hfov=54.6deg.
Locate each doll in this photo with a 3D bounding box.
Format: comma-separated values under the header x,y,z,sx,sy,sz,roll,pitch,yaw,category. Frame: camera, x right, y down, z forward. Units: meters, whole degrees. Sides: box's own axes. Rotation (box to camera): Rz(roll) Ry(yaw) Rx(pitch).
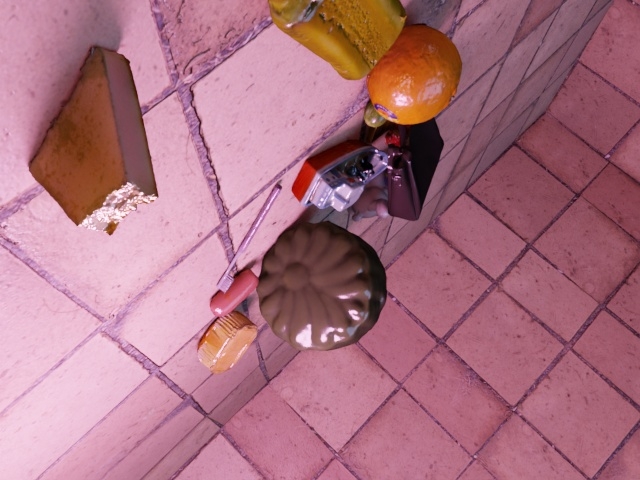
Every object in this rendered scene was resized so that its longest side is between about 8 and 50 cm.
x,y,z,sx,sy,sz,roll,pitch,yaw,category
0.189,-0.159,1.866,0.242,0.160,0.311,-22,-165,1,doll

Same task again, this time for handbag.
x,y,z,sx,sy,sz,roll,pitch,yaw,category
0.245,-0.229,1.672,0.257,0.113,0.285,67,41,-57,handbag

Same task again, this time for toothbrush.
x,y,z,sx,sy,sz,roll,pitch,yaw,category
-0.176,0.003,1.532,0.354,0.029,0.024,-57,176,30,toothbrush

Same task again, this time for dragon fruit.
x,y,z,sx,sy,sz,roll,pitch,yaw,category
0.247,-0.314,1.823,0.126,0.068,0.112,-25,154,-52,dragon fruit

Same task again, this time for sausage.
x,y,z,sx,sy,sz,roll,pitch,yaw,category
-0.233,0.143,1.670,0.154,0.062,0.062,-43,165,-16,sausage

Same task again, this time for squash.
x,y,z,sx,sy,sz,roll,pitch,yaw,category
0.187,-0.371,1.506,0.229,0.066,0.066,-49,165,4,squash

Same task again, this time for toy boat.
x,y,z,sx,sy,sz,roll,pitch,yaw,category
0.079,-0.168,1.601,0.332,0.133,0.145,-31,157,-48,toy boat

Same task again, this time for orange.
x,y,z,sx,sy,sz,roll,pitch,yaw,category
0.205,-0.361,1.363,0.219,0.193,0.219,-54,160,-31,orange

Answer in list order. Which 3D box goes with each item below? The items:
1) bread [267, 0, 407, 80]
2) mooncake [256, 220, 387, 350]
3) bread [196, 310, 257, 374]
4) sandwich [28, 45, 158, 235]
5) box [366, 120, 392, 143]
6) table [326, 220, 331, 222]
x,y,z,sx,sy,sz,roll,pitch,yaw,category
0.029,-0.370,0.979,0.166,0.112,0.383,-49,166,14,bread
-0.001,0.128,1.718,0.356,0.356,0.194,-49,161,7,mooncake
-0.284,0.298,1.845,0.191,0.114,0.132,-58,154,6,bread
-0.258,-0.110,0.757,0.193,0.162,0.058,-53,161,19,sandwich
0.170,-0.332,1.647,0.089,0.022,0.156,-39,164,-25,box
0.000,0.000,1.987,0.133,0.043,0.133,-44,166,-14,table
